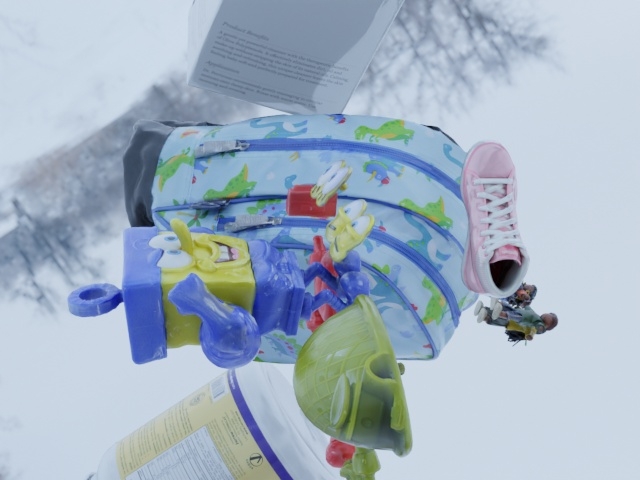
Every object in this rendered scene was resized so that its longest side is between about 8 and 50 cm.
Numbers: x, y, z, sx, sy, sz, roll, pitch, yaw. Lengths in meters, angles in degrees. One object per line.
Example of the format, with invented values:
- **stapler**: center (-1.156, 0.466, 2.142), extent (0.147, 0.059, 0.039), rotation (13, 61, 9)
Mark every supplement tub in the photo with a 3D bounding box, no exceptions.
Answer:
- **supplement tub**: center (-0.160, 0.343, 1.646), extent (0.331, 0.241, 0.241), rotation (-34, -170, 4)

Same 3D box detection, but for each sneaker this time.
- **sneaker**: center (0.149, -0.015, 0.980), extent (0.051, 0.134, 0.070), rotation (-1, -170, -14)

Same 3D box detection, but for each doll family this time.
- **doll family**: center (0.263, 0.086, 1.607), extent (0.193, 0.111, 0.076), rotation (-101, -151, -57)

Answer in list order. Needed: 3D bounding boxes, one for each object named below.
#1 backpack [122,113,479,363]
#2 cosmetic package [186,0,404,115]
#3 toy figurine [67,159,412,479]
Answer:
- **backpack**: center (0.000, 0.000, 1.199), extent (0.356, 0.290, 0.273), rotation (-11, -138, 16)
- **cosmetic package**: center (-0.001, -0.321, 1.283), extent (0.155, 0.197, 0.365), rotation (-95, -152, -45)
- **toy figurine**: center (-0.073, 0.074, 0.841), extent (0.217, 0.191, 0.362), rotation (1, -155, -8)
